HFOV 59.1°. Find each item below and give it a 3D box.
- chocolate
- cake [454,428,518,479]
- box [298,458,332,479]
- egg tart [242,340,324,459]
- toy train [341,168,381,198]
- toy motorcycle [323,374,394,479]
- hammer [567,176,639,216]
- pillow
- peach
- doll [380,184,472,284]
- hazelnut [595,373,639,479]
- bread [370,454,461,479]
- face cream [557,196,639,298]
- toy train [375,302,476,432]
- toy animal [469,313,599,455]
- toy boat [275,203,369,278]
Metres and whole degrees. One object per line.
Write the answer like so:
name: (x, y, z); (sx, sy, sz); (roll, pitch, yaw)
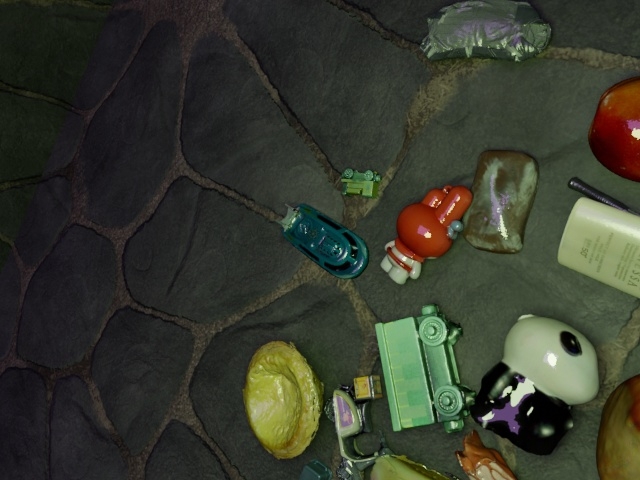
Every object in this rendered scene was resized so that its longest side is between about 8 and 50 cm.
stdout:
chocolate: (0.420, -0.100, 1.347); (0.157, 0.080, 0.253); (13, 86, 34)
cake: (0.392, 0.550, 1.209); (0.098, 0.135, 0.287); (-38, 70, 4)
box: (-0.023, 0.633, 1.480); (0.074, 0.054, 0.099); (25, 94, 36)
egg tart: (-0.087, 0.422, 1.511); (0.315, 0.120, 0.314); (-5, 83, 48)
toy train: (0.112, -0.160, 1.578); (0.122, 0.050, 0.081); (7, 90, 32)
toy motorcycle: (0.097, 0.482, 1.419); (0.157, 0.091, 0.263); (-17, 72, 25)
hammer: (0.653, -0.075, 1.227); (0.246, 0.029, 0.103); (43, 103, 33)
pillow: (0.414, -0.530, 1.441); (0.335, 0.093, 0.161); (13, 92, 33)
peach: (0.674, -0.226, 1.148); (0.244, 0.199, 0.243); (-1, 57, 1)
doll: (0.259, -0.025, 1.400); (0.290, 0.130, 0.161); (-55, 42, 18)
hazelnut: (0.655, 0.372, 0.953); (0.366, 0.366, 0.365); (-8, 75, 31)
bread: (0.223, 0.595, 1.262); (0.261, 0.156, 0.158); (20, 90, 29)
face cream: (0.666, 0.047, 1.133); (0.349, 0.081, 0.173); (29, 134, 33)
toy train: (0.247, 0.306, 1.344); (0.202, 0.120, 0.300); (-19, 69, 30)
toy animal: (0.455, 0.295, 1.173); (0.212, 0.212, 0.266); (37, 96, 33)
toy boat: (0.000, 0.000, 1.589); (0.299, 0.092, 0.134); (33, 94, 34)
